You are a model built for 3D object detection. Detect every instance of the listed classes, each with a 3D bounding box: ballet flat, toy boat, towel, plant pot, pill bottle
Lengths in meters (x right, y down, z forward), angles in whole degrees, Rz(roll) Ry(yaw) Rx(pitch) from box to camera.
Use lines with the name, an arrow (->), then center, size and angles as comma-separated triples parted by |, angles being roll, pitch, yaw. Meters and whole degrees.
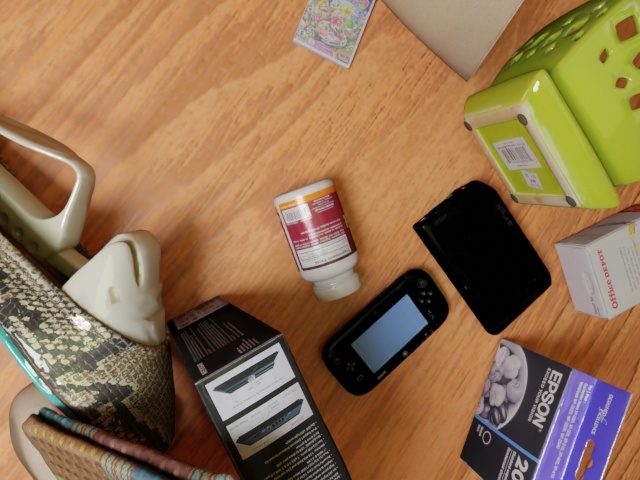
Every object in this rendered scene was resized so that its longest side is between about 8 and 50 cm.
ballet flat -> -0.287, 0.004, 0.491 | 0.483, 0.164, 0.182 | 45, 90, 1
toy boat -> -0.259, 0.249, 0.576 | 0.151, 0.151, 0.231 | -37, 103, -40
towel -> -0.100, 0.312, 0.422 | 0.040, 0.271, 0.371 | -44, 124, -47
plant pot -> 0.148, -0.386, 0.588 | 0.274, 0.256, 0.257 | 34, 85, 3
pill bottle -> 0.000, 0.000, 0.637 | 0.086, 0.086, 0.152 | -21, 99, -12
plant pot -> 0.346, -0.172, 0.648 | 0.207, 0.228, 0.227 | -37, 101, -2

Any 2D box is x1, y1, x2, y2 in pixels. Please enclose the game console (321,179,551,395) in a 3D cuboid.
game console -> 0.168, 0.094, 0.706 | 0.361, 0.044, 0.213 | -40, 101, -8

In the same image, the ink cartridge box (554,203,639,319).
ink cartridge box -> 0.486, 0.030, 0.765 | 0.175, 0.072, 0.128 | -23, 99, -12

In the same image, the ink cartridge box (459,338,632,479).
ink cartridge box -> 0.298, 0.265, 0.662 | 0.045, 0.208, 0.207 | 21, 88, -17

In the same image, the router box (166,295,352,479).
router box -> -0.068, 0.197, 0.515 | 0.080, 0.308, 0.243 | -27, 99, -20

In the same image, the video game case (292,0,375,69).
video game case -> 0.022, -0.315, 0.663 | 0.087, 0.011, 0.122 | 22, 87, -14
